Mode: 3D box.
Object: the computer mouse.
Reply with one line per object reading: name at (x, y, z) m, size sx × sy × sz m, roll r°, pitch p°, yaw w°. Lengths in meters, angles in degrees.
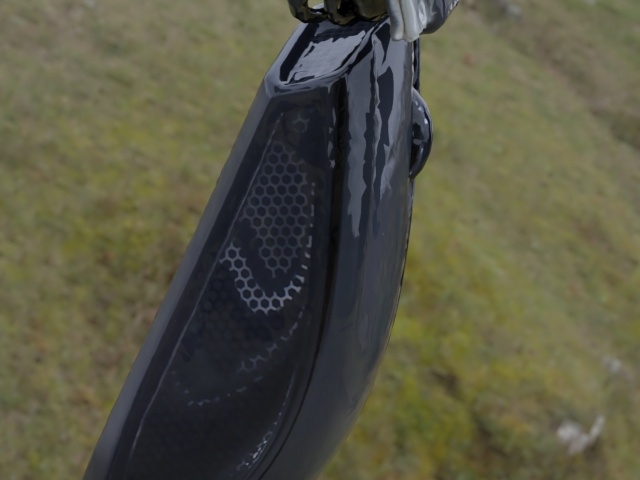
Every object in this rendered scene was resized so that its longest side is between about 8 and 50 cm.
computer mouse at (0.000, 0.000, 0.585) m, size 0.072 × 0.272 × 0.188 m, roll 25°, pitch 22°, yaw 0°
